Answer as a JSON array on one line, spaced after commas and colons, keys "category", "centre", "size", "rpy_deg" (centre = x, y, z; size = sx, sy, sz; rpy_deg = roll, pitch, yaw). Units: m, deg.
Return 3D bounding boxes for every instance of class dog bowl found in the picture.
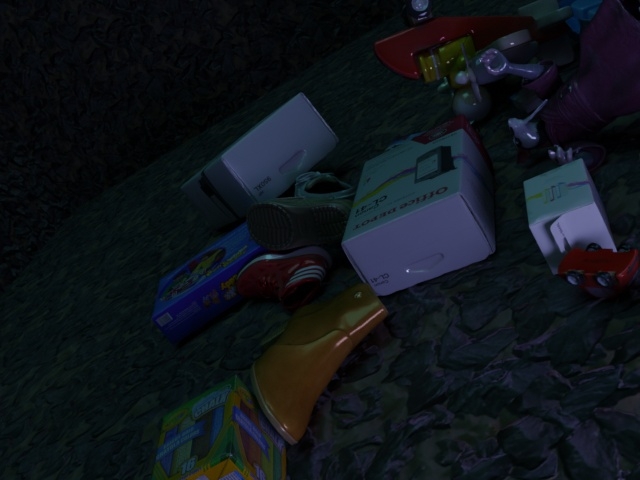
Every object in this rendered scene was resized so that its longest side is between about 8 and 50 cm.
[{"category": "dog bowl", "centre": [0.608, -0.472, 1.467], "size": [0.166, 0.074, 0.297], "rpy_deg": [-19, 24, 6]}]

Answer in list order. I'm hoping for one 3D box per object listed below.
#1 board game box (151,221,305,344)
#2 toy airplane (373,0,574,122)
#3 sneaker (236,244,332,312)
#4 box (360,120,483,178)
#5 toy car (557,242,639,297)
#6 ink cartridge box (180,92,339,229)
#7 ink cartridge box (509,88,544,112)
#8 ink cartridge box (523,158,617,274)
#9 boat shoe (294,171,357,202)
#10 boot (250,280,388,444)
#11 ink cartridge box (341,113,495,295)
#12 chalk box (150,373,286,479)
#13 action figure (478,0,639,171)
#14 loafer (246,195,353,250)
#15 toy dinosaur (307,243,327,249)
[{"category": "board game box", "centre": [-0.204, 0.061, 1.550], "size": [0.347, 0.078, 0.233], "rpy_deg": [-34, 19, 3]}, {"category": "toy airplane", "centre": [0.358, -0.393, 1.518], "size": [0.386, 0.272, 0.384], "rpy_deg": [-6, 10, -43]}, {"category": "sneaker", "centre": [-0.089, 0.086, 1.349], "size": [0.221, 0.087, 0.128], "rpy_deg": [-24, 24, 29]}, {"category": "box", "centre": [0.214, -0.178, 1.502], "size": [0.233, 0.044, 0.159], "rpy_deg": [-3, 38, 52]}, {"category": "toy car", "centre": [0.393, 0.055, 0.776], "size": [0.239, 0.053, 0.225], "rpy_deg": [-24, 25, 28]}, {"category": "ink cartridge box", "centre": [-0.169, -0.196, 1.827], "size": [0.285, 0.166, 0.395], "rpy_deg": [-44, 13, -23]}, {"category": "ink cartridge box", "centre": [0.433, -0.291, 1.441], "size": [0.048, 0.028, 0.083], "rpy_deg": [-33, 22, 5]}, {"category": "ink cartridge box", "centre": [0.343, -0.029, 0.962], "size": [0.090, 0.092, 0.143], "rpy_deg": [-23, 26, 25]}, {"category": "boat shoe", "centre": [0.017, -0.100, 1.504], "size": [0.118, 0.103, 0.320], "rpy_deg": [-14, 22, -10]}, {"category": "boot", "centre": [0.009, 0.159, 1.041], "size": [0.211, 0.104, 0.295], "rpy_deg": [-33, 18, 6]}, {"category": "ink cartridge box", "centre": [0.179, -0.068, 1.223], "size": [0.226, 0.131, 0.306], "rpy_deg": [-24, 23, 25]}, {"category": "chalk box", "centre": [-0.132, 0.286, 0.946], "size": [0.132, 0.132, 0.213], "rpy_deg": [-31, 24, 11]}, {"category": "action figure", "centre": [0.442, -0.244, 1.128], "size": [0.276, 0.248, 0.370], "rpy_deg": [-9, -17, -26]}, {"category": "loafer", "centre": [-0.032, -0.035, 1.360], "size": [0.268, 0.102, 0.092], "rpy_deg": [3, 12, 37]}, {"category": "toy dinosaur", "centre": [0.000, 0.000, 1.483], "size": [0.090, 0.047, 0.082], "rpy_deg": [-5, 8, -13]}]
